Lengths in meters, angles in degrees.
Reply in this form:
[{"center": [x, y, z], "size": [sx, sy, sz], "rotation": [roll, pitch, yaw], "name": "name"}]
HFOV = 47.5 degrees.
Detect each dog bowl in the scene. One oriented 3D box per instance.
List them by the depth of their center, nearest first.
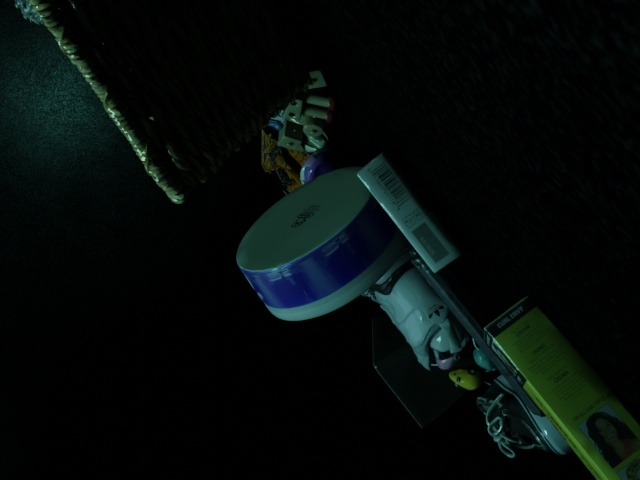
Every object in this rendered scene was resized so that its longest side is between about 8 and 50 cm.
[{"center": [0.000, 0.000, 1.164], "size": [0.104, 0.265, 0.265], "rotation": [55, 179, -24], "name": "dog bowl"}]

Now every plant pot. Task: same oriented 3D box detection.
[{"center": [0.227, 0.233, 1.497], "size": [0.187, 0.167, 0.188], "rotation": [53, -164, -19], "name": "plant pot"}]

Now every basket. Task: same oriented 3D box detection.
[{"center": [-0.195, -0.229, 0.793], "size": [0.213, 0.223, 0.299], "rotation": [23, 152, 48], "name": "basket"}]

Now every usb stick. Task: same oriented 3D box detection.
[{"center": [0.214, 0.112, 0.956], "size": [0.278, 0.045, 0.077], "rotation": [52, -166, 1], "name": "usb stick"}]

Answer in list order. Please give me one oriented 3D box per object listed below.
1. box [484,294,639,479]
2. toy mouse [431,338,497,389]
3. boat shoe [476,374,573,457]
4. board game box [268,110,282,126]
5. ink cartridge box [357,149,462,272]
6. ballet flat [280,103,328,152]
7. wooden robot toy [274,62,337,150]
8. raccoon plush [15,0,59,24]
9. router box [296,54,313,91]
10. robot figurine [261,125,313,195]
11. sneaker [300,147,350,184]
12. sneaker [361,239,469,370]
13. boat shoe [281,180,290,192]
[{"center": [0.248, 0.163, 0.683], "size": [0.232, 0.058, 0.087], "rotation": [52, 180, 20], "name": "box"}, {"center": [0.276, 0.230, 1.371], "size": [0.031, 0.161, 0.143], "rotation": [-75, -6, -50], "name": "toy mouse"}, {"center": [0.334, 0.306, 1.241], "size": [0.113, 0.105, 0.306], "rotation": [53, -179, -8], "name": "boat shoe"}, {"center": [-0.127, -0.284, 1.438], "size": [0.170, 0.048, 0.141], "rotation": [16, 162, 25], "name": "board game box"}, {"center": [0.117, -0.044, 0.880], "size": [0.145, 0.045, 0.179], "rotation": [52, -161, 0], "name": "ink cartridge box"}, {"center": [-0.023, -0.198, 1.358], "size": [0.067, 0.073, 0.206], "rotation": [38, 180, 15], "name": "ballet flat"}, {"center": [-0.017, -0.195, 0.962], "size": [0.173, 0.076, 0.079], "rotation": [107, 170, -62], "name": "wooden robot toy"}, {"center": [-0.329, -0.401, 1.015], "size": [0.216, 0.299, 0.446], "rotation": [53, 180, -37], "name": "raccoon plush"}, {"center": [-0.050, -0.250, 1.065], "size": [0.092, 0.038, 0.122], "rotation": [52, 180, -5], "name": "router box"}, {"center": [-0.063, -0.188, 1.740], "size": [0.291, 0.085, 0.211], "rotation": [45, 141, 47], "name": "robot figurine"}, {"center": [0.053, -0.085, 1.401], "size": [0.104, 0.095, 0.236], "rotation": [44, 179, 44], "name": "sneaker"}, {"center": [0.170, 0.119, 1.308], "size": [0.210, 0.137, 0.366], "rotation": [56, 178, 9], "name": "sneaker"}, {"center": [0.027, -0.116, 1.828], "size": [0.116, 0.123, 0.324], "rotation": [5, -147, -41], "name": "boat shoe"}]
